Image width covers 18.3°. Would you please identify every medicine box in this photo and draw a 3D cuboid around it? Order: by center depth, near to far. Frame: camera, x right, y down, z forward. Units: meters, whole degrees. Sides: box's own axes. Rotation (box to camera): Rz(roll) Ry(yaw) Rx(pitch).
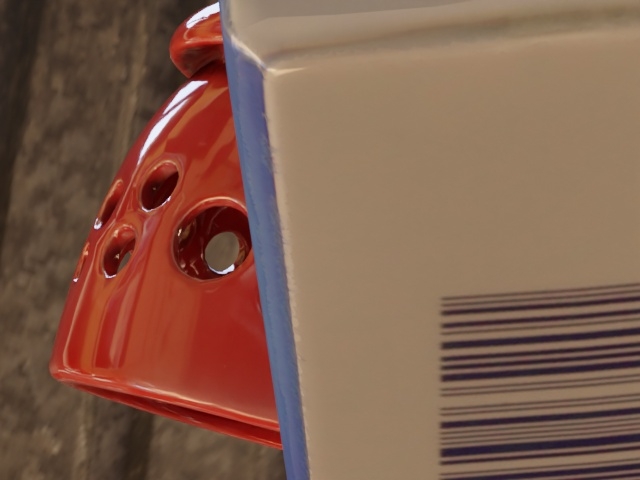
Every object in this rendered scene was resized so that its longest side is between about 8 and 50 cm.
[{"bbox_3d":[0.054,-0.078,0.500,0.149,0.263,0.289,-5,-125,0],"label":"medicine box"}]

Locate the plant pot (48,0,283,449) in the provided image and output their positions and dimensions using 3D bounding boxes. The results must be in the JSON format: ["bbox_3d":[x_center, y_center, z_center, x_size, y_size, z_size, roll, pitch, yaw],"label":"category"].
[{"bbox_3d":[0.000,0.000,0.812,0.191,0.191,0.174,14,-97,-9],"label":"plant pot"}]
